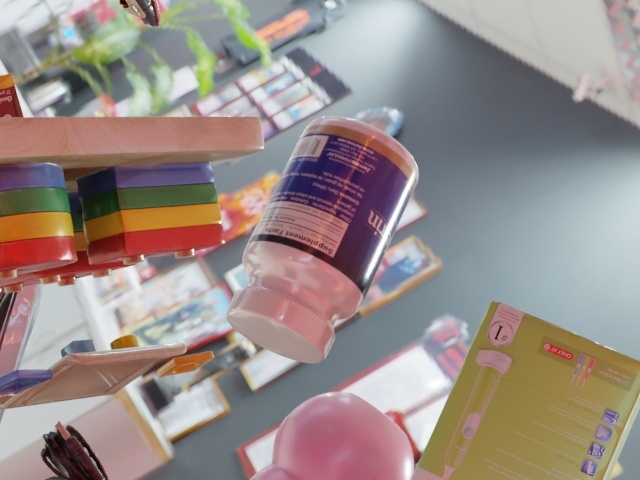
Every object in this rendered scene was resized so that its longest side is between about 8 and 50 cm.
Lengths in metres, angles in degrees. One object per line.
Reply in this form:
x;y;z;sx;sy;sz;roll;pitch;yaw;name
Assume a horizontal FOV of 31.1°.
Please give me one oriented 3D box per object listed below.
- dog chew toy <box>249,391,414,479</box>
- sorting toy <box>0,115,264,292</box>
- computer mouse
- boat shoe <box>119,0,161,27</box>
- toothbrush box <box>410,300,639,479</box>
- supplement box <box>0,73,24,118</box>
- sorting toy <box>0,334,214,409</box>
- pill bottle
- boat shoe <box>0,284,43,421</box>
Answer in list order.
-0.017;0.378;1.621;0.207;0.332;0.206;36;-15;11;dog chew toy
-0.209;-0.013;0.794;0.257;0.255;0.089;-12;-93;42;sorting toy
-0.249;0.278;1.121;0.188;0.072;0.272;57;14;4;computer mouse
-0.207;-0.276;1.294;0.137;0.043;0.049;90;-18;-76;boat shoe
0.252;0.247;1.400;0.206;0.283;0.122;22;-9;20;toothbrush box
-0.492;-0.119;1.599;0.194;0.129;0.191;5;-68;57;supplement box
-0.299;0.165;1.500;0.348;0.196;0.047;0;67;-48;sorting toy
0.000;0.000;1.350;0.153;0.264;0.153;22;-20;9;pill bottle
-0.459;0.147;1.568;0.105;0.306;0.113;17;-9;-7;boat shoe
